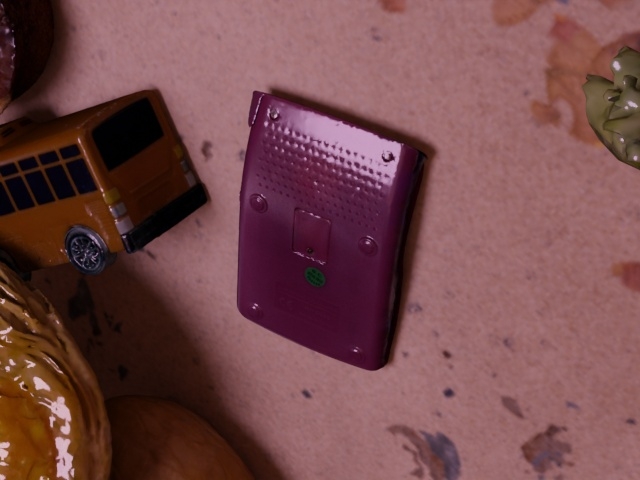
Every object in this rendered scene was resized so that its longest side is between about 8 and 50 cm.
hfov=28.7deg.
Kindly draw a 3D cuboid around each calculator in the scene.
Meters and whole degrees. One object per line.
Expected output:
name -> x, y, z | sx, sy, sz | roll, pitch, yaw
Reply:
calculator -> 0.000, 0.000, 0.845 | 0.127, 0.034, 0.190 | 21, 126, 20

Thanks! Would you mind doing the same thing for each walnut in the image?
walnut -> -0.125, 0.214, 0.971 | 0.206, 0.159, 0.159 | 50, 131, 3

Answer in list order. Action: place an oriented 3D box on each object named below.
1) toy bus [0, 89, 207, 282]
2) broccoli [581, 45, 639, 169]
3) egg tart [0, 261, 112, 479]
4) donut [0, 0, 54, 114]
toy bus -> -0.197, -0.034, 0.909 | 0.201, 0.098, 0.114 | -11, 109, 36
broccoli -> 0.295, -0.053, 0.457 | 0.293, 0.281, 0.348 | 47, 136, 3
egg tart -> -0.278, 0.140, 0.896 | 0.295, 0.116, 0.294 | 0, 92, 5
donut -> -0.267, -0.169, 0.893 | 0.184, 0.073, 0.166 | 44, 131, 5
